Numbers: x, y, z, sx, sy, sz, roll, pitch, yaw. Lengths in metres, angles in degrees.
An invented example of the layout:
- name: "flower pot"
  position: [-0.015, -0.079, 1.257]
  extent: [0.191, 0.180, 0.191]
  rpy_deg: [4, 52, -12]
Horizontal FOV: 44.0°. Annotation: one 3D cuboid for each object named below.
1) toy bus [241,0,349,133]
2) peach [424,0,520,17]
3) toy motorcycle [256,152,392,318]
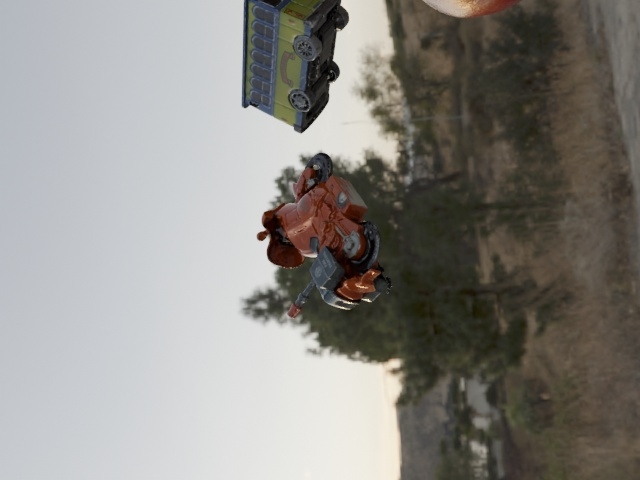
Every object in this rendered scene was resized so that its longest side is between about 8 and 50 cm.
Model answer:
- name: "toy bus"
  position: [-0.059, -0.372, 1.576]
  extent: [0.138, 0.175, 0.287]
  rpy_deg: [-55, -16, -36]
- name: "peach"
  position: [0.252, -0.475, 1.201]
  extent: [0.248, 0.275, 0.245]
  rpy_deg: [61, -146, -11]
- name: "toy motorcycle"
  position: [0.000, 0.000, 1.414]
  extent: [0.221, 0.148, 0.325]
  rpy_deg: [-57, 38, 24]
